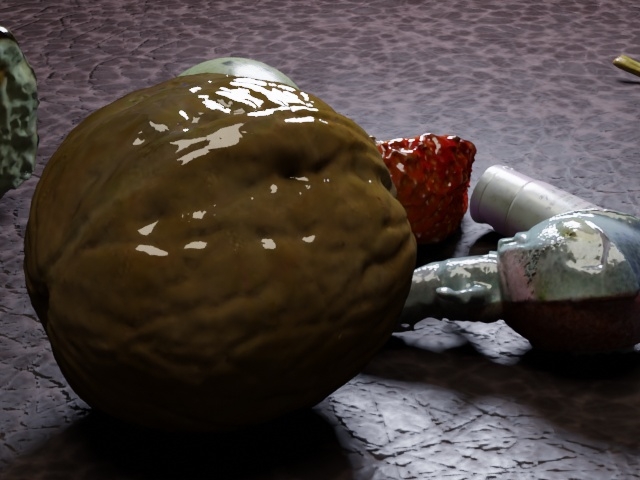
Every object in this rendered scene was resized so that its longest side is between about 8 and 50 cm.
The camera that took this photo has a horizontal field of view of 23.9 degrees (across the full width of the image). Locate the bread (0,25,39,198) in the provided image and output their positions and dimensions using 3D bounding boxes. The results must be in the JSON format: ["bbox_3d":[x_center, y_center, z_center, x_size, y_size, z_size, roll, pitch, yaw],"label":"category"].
[{"bbox_3d":[-0.516,-0.114,1.577,0.264,0.239,0.395,14,26,30],"label":"bread"}]

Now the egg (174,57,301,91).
[{"bbox_3d":[-0.104,-0.109,1.639,0.177,0.177,0.228,-18,14,-33],"label":"egg"}]

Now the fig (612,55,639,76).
[{"bbox_3d":[0.529,-0.271,2.042,0.175,0.207,0.175,34,13,-9],"label":"fig"}]

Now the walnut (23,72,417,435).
[{"bbox_3d":[-0.079,0.007,1.251,0.332,0.333,0.333,0,25,0],"label":"walnut"}]

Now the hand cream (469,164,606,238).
[{"bbox_3d":[0.296,0.009,1.523,0.312,0.070,0.111,29,35,34],"label":"hand cream"}]

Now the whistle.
[{"bbox_3d":[0.173,0.047,1.367,0.346,0.134,0.142,-6,27,11],"label":"whistle"}]

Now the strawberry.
[{"bbox_3d":[0.091,-0.046,1.573,0.236,0.107,0.175,1,-9,-36],"label":"strawberry"}]
